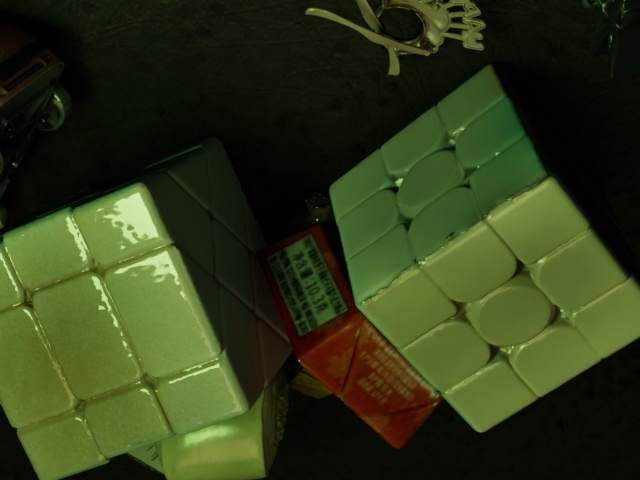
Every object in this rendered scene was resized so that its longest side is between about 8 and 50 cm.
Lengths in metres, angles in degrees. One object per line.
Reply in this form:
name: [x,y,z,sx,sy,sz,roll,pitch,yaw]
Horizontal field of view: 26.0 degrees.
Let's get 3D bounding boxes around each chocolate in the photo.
chocolate: [0.041,0.118,1.809,0.108,0.237,0.235,-37,127,11]

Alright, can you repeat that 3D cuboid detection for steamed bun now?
steamed bun: [-0.152,0.237,2.066,0.200,0.250,0.154,0,133,6]

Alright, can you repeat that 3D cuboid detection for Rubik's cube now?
Rubik's cube: [-0.247,0.082,1.824,0.316,0.322,0.318,-20,100,19]
Rubik's cube: [0.218,0.009,1.784,0.291,0.290,0.292,-35,122,16]

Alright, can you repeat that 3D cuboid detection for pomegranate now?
pomegranate: [-0.002,0.008,1.939,0.130,0.130,0.130,2,131,3]

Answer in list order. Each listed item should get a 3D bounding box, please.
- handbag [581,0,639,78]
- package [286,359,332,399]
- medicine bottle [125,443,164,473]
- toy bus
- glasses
handbag: [0.411,-0.348,1.568,0.269,0.118,0.325,-13,132,-17]
package: [-0.008,0.208,2.165,0.071,0.047,0.131,27,126,-22]
medicine bottle: [-0.256,0.286,2.250,0.171,0.052,0.201,34,125,-22]
toy bus: [-0.511,-0.107,1.817,0.233,0.203,0.427,36,128,0]
glasses: [0.088,-0.289,1.674,0.162,0.095,0.255,-21,132,36]
